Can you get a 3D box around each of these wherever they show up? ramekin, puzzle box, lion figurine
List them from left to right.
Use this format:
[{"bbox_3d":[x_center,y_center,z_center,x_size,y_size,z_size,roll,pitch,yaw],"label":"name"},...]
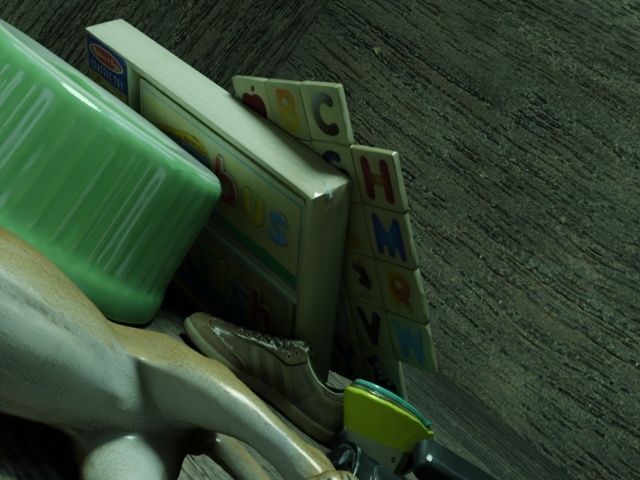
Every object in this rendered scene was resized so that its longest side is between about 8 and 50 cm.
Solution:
[{"bbox_3d":[-0.148,0.044,0.465,0.392,0.142,0.240,51,-11,-21],"label":"lion figurine"},{"bbox_3d":[-0.237,-0.071,0.859,0.303,0.148,0.303,37,2,-2],"label":"ramekin"},{"bbox_3d":[-0.128,-0.044,1.029,0.052,0.272,0.409,-24,46,-34],"label":"puzzle box"}]

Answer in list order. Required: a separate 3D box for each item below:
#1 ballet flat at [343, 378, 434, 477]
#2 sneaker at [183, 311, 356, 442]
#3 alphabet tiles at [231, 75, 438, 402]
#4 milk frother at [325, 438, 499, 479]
[{"bbox_3d":[0.065,0.193,0.898,0.077,0.077,0.231,21,-11,20],"label":"ballet flat"},{"bbox_3d":[-0.045,0.117,0.919,0.188,0.071,0.066,37,2,0],"label":"sneaker"},{"bbox_3d":[0.000,0.000,0.951,0.285,0.011,0.343,18,-52,50],"label":"alphabet tiles"},{"bbox_3d":[0.050,0.204,0.541,0.134,0.129,0.143,36,45,-9],"label":"milk frother"}]
